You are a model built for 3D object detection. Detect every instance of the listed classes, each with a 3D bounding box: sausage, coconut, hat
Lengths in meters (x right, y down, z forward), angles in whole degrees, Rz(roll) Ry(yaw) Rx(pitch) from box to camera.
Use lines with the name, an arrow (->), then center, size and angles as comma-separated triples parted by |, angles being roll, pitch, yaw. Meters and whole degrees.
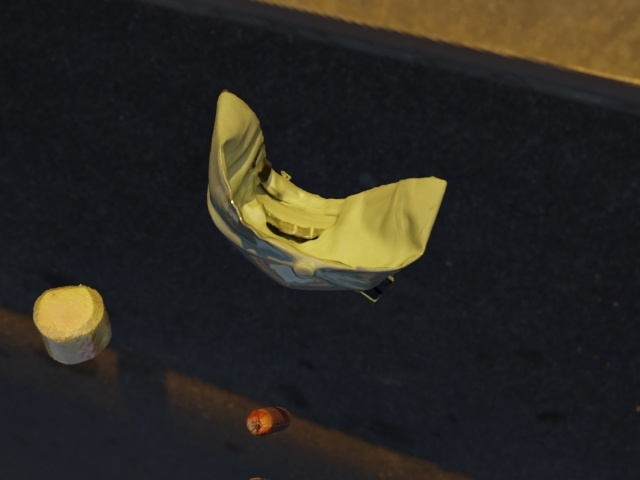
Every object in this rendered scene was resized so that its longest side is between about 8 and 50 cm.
sausage -> -0.101, 0.356, 2.064 | 0.053, 0.053, 0.348 | 19, 174, 8
coconut -> -0.492, 0.169, 2.079 | 0.147, 0.147, 0.153 | 16, 149, 12
hat -> -0.029, -0.029, 1.165 | 0.257, 0.168, 0.301 | 22, 173, -9

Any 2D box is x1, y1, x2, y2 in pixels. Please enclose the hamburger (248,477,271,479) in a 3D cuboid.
hamburger -> -0.091, 0.611, 2.022 | 0.274, 0.212, 0.274 | 29, -178, -1

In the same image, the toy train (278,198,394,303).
toy train -> 0.000, 0.000, 1.586 | 0.252, 0.048, 0.055 | 37, 111, -13
